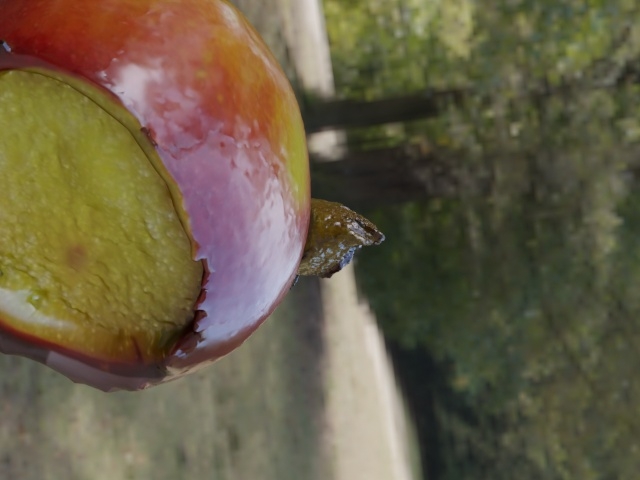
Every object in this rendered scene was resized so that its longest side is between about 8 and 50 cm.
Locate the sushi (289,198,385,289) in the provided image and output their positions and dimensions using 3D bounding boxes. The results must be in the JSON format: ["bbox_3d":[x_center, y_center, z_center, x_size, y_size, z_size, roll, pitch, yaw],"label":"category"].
[{"bbox_3d":[0.000,0.000,1.073,0.099,0.047,0.050,-16,-120,56],"label":"sushi"}]

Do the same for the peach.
[{"bbox_3d":[-0.100,-0.029,0.829,0.190,0.196,0.226,56,7,16],"label":"peach"}]
